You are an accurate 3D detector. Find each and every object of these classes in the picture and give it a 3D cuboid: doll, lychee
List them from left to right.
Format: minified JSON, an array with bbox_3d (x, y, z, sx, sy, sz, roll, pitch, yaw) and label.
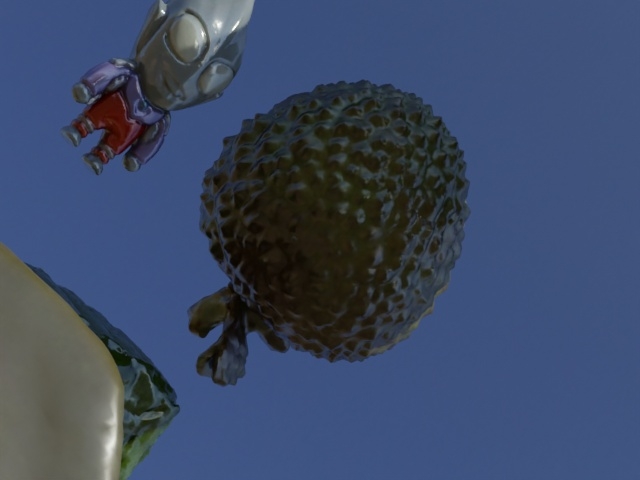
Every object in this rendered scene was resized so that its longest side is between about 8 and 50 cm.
[{"bbox_3d":[-0.123,-0.148,1.026,0.075,0.227,0.102,24,-28,48],"label":"doll"},{"bbox_3d":[0.008,-0.008,1.232,0.270,0.270,0.320,36,-51,6],"label":"lychee"}]

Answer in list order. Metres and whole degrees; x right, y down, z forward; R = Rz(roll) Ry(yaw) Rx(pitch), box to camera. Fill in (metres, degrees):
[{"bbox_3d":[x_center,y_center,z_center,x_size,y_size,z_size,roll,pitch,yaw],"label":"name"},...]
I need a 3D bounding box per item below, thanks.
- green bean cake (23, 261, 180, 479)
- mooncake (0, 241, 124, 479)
[{"bbox_3d":[-0.293,0.159,1.141,0.156,0.247,0.250,40,-4,45],"label":"green bean cake"},{"bbox_3d":[-0.335,0.159,0.858,0.378,0.378,0.201,41,-40,2],"label":"mooncake"}]
